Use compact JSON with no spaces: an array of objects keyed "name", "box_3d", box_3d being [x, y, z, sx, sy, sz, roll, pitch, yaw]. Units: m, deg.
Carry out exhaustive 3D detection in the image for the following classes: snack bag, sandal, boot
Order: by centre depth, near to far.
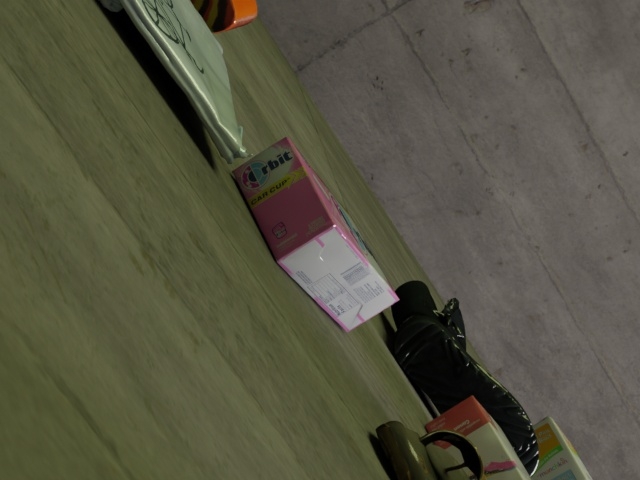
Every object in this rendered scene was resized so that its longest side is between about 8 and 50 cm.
[{"name":"sandal","box_3d":[0.104,0.189,1.179,0.090,0.060,0.219,61,7,28]},{"name":"snack bag","box_3d":[-0.177,-0.249,1.233,0.342,0.037,0.323,55,7,-24]},{"name":"boot","box_3d":[0.175,0.168,1.703,0.246,0.094,0.207,51,10,-7]}]

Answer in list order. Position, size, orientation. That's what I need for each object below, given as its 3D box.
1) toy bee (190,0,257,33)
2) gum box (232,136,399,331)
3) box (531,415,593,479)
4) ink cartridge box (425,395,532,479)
[{"name":"toy bee","box_3d":[-0.164,-0.366,1.483,0.195,0.162,0.298,11,77,-62]},{"name":"gum box","box_3d":[0.000,0.000,1.279,0.107,0.062,0.188,62,7,32]},{"name":"box","box_3d":[0.307,0.347,1.780,0.103,0.114,0.203,48,13,-54]},{"name":"ink cartridge box","box_3d":[0.197,0.276,1.473,0.198,0.067,0.115,60,6,35]}]
